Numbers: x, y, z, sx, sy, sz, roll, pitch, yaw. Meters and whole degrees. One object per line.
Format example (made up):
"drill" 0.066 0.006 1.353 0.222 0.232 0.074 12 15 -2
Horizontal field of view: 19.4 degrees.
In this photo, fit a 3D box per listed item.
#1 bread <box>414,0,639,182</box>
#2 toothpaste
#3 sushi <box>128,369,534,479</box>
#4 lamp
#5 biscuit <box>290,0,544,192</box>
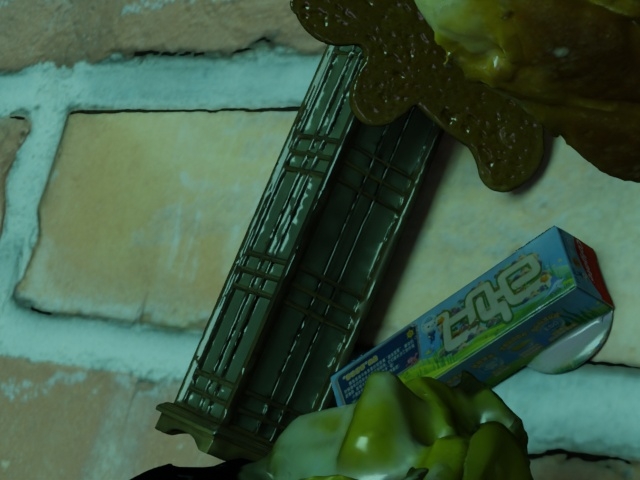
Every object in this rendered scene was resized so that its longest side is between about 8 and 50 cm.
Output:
"bread" 0.210 -0.200 1.048 0.279 0.279 0.207 -33 51 26
"toothpaste" 0.095 0.074 1.185 0.193 0.044 0.070 -36 47 26
"sushi" 0.016 0.252 0.993 0.285 0.328 0.329 -22 94 3
"lamp" 0.000 0.000 1.277 0.089 0.090 0.325 15 79 58
"biscuit" 0.073 -0.130 1.218 0.138 0.205 0.031 -61 9 3
